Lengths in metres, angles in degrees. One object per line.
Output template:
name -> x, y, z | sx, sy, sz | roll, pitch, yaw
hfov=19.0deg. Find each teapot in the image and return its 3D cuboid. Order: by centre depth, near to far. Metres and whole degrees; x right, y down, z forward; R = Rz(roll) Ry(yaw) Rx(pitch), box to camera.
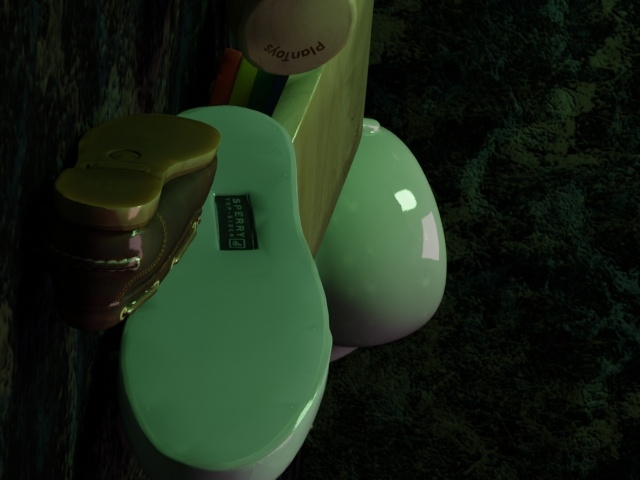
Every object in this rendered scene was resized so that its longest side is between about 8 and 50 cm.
teapot -> 0.000, 0.000, 1.977 | 0.256, 0.187, 0.252 | 69, -24, 15

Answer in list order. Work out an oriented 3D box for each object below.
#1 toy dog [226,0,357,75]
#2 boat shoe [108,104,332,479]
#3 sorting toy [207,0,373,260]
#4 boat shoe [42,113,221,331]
toy dog -> -0.010, -0.260, 1.204 | 0.333, 0.161, 0.220 | 96, -28, -65
boat shoe -> -0.072, 0.071, 1.261 | 0.367, 0.136, 0.156 | -98, -169, -53
sorting toy -> -0.037, -0.083, 1.563 | 0.257, 0.089, 0.255 | 94, 14, -53
boat shoe -> -0.101, -0.014, 1.007 | 0.207, 0.073, 0.073 | -57, 153, -69
